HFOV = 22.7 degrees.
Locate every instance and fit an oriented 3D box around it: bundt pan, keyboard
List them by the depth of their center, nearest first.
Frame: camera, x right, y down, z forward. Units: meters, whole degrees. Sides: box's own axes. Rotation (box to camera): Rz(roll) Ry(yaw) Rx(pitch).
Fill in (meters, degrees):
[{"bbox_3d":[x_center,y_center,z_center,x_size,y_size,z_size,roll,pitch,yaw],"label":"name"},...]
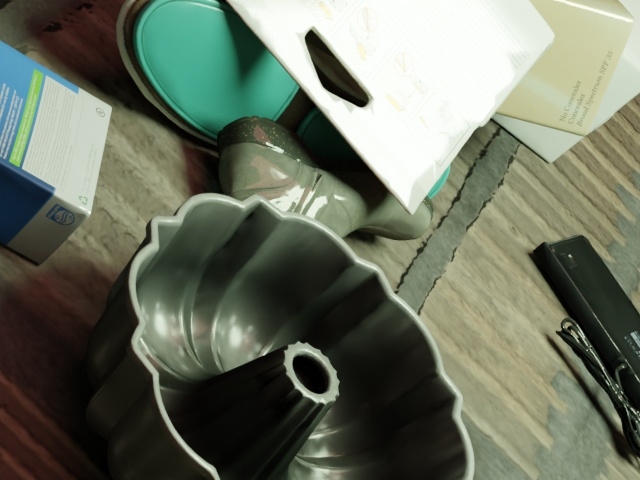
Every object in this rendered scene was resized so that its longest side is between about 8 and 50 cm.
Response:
[{"bbox_3d":[-0.042,0.131,1.222,0.331,0.124,0.331,28,39,-26],"label":"bundt pan"},{"bbox_3d":[0.326,0.135,1.709,0.317,0.033,0.201,57,29,13],"label":"keyboard"}]

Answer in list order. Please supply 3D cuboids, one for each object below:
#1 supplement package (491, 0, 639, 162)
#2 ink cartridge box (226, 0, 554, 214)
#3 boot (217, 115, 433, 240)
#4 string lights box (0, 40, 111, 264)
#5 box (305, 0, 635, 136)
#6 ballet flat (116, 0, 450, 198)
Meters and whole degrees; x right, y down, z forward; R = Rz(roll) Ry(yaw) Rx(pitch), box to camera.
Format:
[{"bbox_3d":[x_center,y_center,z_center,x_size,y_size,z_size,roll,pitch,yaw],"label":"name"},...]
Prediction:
[{"bbox_3d":[0.227,-0.267,1.857,0.293,0.177,0.175,36,37,-19],"label":"supplement package"},{"bbox_3d":[0.051,-0.213,1.482,0.296,0.066,0.261,49,64,-19],"label":"ink cartridge box"},{"bbox_3d":[0.000,0.000,1.457,0.246,0.083,0.161,21,54,-32],"label":"boot"},{"bbox_3d":[-0.293,-0.106,1.215,0.259,0.077,0.133,31,37,-24],"label":"string lights box"},{"bbox_3d":[0.150,-0.227,1.667,0.311,0.148,0.121,12,25,-16],"label":"box"},{"bbox_3d":[-0.043,-0.146,1.510,0.400,0.139,0.139,26,40,-36],"label":"ballet flat"}]
